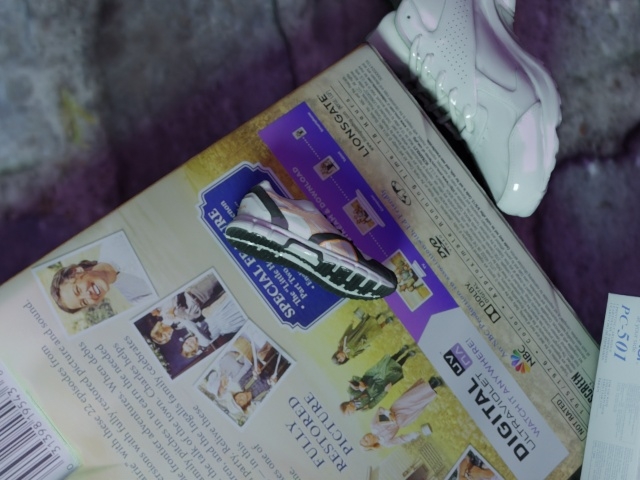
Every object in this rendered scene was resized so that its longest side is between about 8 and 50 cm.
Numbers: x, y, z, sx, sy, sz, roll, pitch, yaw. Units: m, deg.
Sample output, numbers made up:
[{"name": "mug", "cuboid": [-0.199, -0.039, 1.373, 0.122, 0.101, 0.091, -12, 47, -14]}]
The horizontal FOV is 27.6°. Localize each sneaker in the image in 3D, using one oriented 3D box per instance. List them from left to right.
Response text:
[{"name": "sneaker", "cuboid": [0.000, 0.000, 0.765, 0.109, 0.040, 0.044, 27, 60, -15]}, {"name": "sneaker", "cuboid": [0.088, -0.115, 0.900, 0.115, 0.090, 0.232, -6, 62, -18]}]

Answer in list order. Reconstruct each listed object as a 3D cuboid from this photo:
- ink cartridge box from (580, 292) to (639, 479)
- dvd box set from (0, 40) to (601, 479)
[{"name": "ink cartridge box", "cuboid": [0.215, 0.143, 0.832, 0.097, 0.046, 0.207, 11, 87, -39]}, {"name": "dvd box set", "cuboid": [-0.030, 0.104, 0.773, 0.420, 0.062, 0.308, -38, 90, -31]}]
